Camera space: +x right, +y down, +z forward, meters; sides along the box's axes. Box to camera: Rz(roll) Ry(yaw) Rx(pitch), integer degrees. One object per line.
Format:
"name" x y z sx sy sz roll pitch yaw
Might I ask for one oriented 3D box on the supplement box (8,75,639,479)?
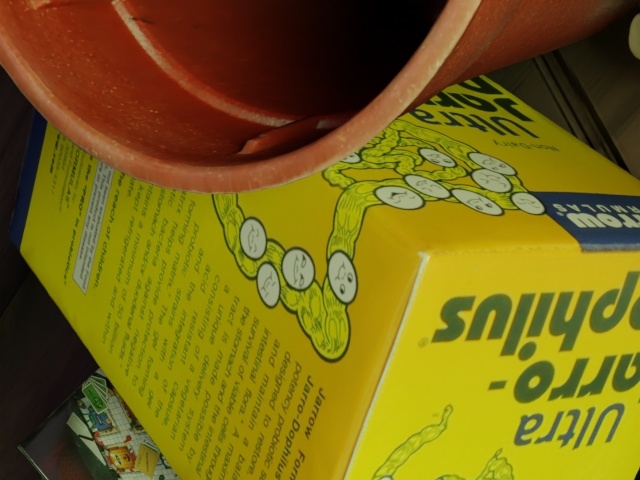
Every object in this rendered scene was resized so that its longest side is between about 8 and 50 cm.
"supplement box" 0.000 0.000 0.732 0.356 0.194 0.195 44 125 45

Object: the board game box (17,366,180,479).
"board game box" -0.049 0.170 0.807 0.136 0.030 0.259 -42 71 -5

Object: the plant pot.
"plant pot" 0.027 -0.173 0.585 0.272 0.265 0.272 9 105 34

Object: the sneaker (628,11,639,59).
"sneaker" 0.196 -0.136 0.584 0.071 0.068 0.170 38 130 30

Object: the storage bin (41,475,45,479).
"storage bin" -0.094 0.209 0.888 0.180 0.084 0.122 60 180 16
